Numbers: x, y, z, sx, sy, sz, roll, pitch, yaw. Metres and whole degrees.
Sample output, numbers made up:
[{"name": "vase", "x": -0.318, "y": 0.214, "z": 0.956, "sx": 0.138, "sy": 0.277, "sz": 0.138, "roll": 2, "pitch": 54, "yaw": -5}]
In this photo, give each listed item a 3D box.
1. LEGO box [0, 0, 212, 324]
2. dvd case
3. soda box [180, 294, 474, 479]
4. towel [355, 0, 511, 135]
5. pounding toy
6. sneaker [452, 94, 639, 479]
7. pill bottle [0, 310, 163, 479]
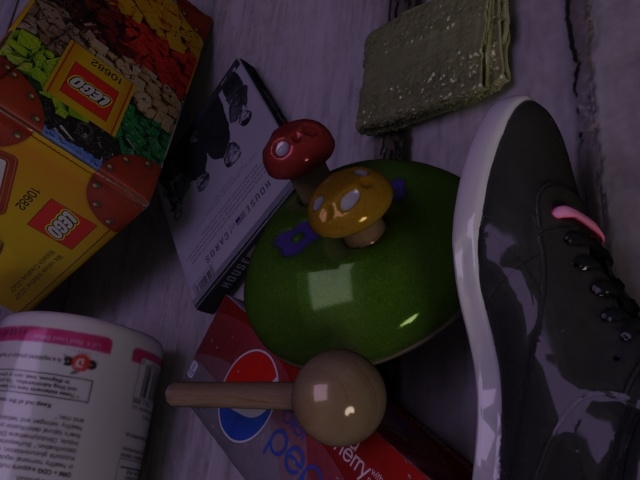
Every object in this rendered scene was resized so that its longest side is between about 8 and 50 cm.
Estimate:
[{"name": "LEGO box", "x": -0.388, "y": -0.094, "z": 0.947, "sx": 0.500, "sy": 0.193, "sz": 0.372, "roll": -34, "pitch": 33, "yaw": 34}, {"name": "dvd case", "x": -0.098, "y": -0.065, "z": 0.780, "sx": 0.179, "sy": 0.029, "sz": 0.238, "roll": -50, "pitch": 41, "yaw": 19}, {"name": "soda box", "x": 0.002, "y": 0.134, "z": 0.505, "sx": 0.263, "sy": 0.083, "sz": 0.092, "roll": 33, "pitch": 95, "yaw": 52}, {"name": "towel", "x": 0.089, "y": -0.145, "z": 0.604, "sx": 0.148, "sy": 0.027, "sz": 0.110, "roll": -13, "pitch": 61, "yaw": 45}, {"name": "pounding toy", "x": 0.000, "y": 0.000, "z": 0.481, "sx": 0.183, "sy": 0.110, "sz": 0.237, "roll": 4, "pitch": 45, "yaw": 39}, {"name": "sneaker", "x": 0.151, "y": 0.050, "z": 0.367, "sx": 0.147, "sy": 0.104, "sz": 0.295, "roll": -16, "pitch": 64, "yaw": 43}, {"name": "pill bottle", "x": -0.252, "y": 0.221, "z": 0.696, "sx": 0.160, "sy": 0.160, "sz": 0.283, "roll": -15, "pitch": 59, "yaw": 45}]
